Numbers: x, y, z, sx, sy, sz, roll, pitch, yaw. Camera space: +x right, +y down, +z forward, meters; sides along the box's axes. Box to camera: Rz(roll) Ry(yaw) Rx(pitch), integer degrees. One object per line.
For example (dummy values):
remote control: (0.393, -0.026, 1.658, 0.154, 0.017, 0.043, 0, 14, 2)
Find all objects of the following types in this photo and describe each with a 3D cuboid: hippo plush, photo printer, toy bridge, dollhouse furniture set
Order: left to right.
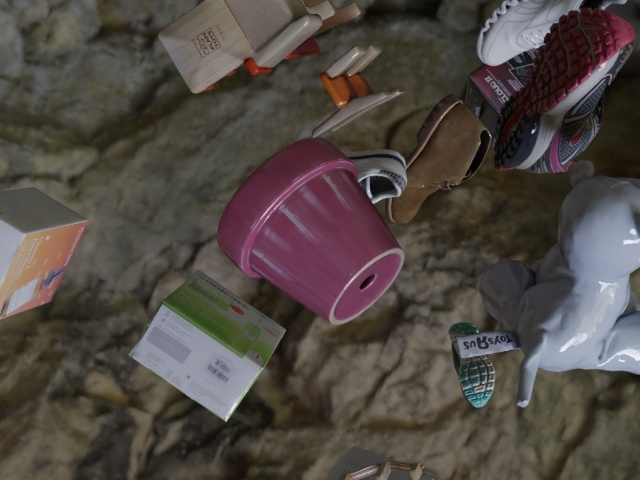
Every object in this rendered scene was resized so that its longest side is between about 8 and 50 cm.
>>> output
dollhouse furniture set: (-0.053, -0.227, 1.129, 0.262, 0.135, 0.259, 59, -161, -1)
photo printer: (0.116, 0.618, 2.471, 0.307, 0.256, 0.107, 11, 153, 46)
toy bridge: (0.132, 0.490, 2.278, 0.188, 0.026, 0.063, -14, -165, 24)
hippo plush: (0.302, 0.019, 1.274, 0.294, 0.236, 0.234, -3, -151, -34)

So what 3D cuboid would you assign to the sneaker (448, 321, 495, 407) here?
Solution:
sneaker: (0.261, 0.223, 1.864, 0.065, 0.076, 0.166, -6, -132, 0)

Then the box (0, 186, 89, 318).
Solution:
box: (-0.383, 0.015, 1.332, 0.091, 0.130, 0.170, 30, -167, 9)

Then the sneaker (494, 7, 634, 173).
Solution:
sneaker: (0.320, -0.186, 1.377, 0.112, 0.121, 0.299, 8, 154, -10)

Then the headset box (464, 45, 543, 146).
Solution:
headset box: (0.418, -0.327, 2.205, 0.110, 0.293, 0.218, 53, 177, 13)

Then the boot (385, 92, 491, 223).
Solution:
boot: (0.215, -0.123, 2.020, 0.115, 0.305, 0.112, 42, -135, 16)

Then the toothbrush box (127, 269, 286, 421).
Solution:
toothbrush box: (-0.194, 0.180, 1.932, 0.206, 0.122, 0.283, 35, -170, 1)

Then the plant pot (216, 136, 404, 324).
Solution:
plant pot: (0.000, 0.000, 1.368, 0.180, 0.201, 0.201, 45, -167, 22)

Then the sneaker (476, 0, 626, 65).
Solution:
sneaker: (0.396, -0.386, 1.861, 0.110, 0.292, 0.118, 15, -134, -51)

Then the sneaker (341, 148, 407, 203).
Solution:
sneaker: (0.031, -0.099, 1.849, 0.235, 0.090, 0.095, -9, -144, 11)
